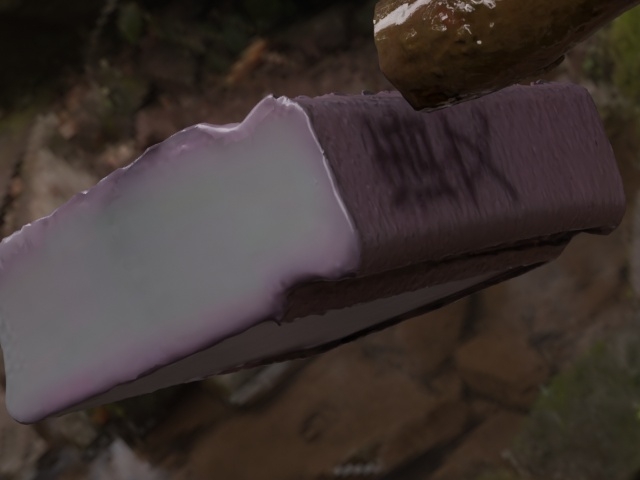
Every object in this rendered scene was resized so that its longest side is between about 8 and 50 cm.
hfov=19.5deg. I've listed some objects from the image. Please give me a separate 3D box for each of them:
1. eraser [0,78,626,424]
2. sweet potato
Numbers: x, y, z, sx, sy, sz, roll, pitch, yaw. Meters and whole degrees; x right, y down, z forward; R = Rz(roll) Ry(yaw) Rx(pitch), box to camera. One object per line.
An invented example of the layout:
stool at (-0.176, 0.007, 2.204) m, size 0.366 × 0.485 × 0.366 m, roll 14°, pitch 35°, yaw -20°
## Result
eraser at (0.000, 0.000, 1.165) m, size 0.272 × 0.122 × 0.359 m, roll -27°, pitch -10°, yaw 31°
sweet potato at (0.147, -0.115, 0.613) m, size 0.281 × 0.059 × 0.067 m, roll -19°, pitch 57°, yaw 29°
